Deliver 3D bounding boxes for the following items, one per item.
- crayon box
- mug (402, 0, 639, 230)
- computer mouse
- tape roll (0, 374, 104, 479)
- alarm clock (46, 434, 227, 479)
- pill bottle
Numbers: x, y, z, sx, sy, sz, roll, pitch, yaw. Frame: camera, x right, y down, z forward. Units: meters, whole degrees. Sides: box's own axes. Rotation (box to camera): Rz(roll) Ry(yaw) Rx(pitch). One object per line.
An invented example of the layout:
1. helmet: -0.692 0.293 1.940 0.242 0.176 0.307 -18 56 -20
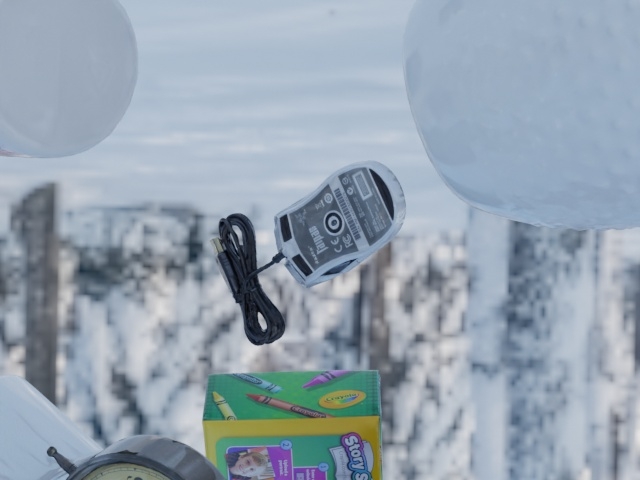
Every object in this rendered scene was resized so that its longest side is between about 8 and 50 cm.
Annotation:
1. crayon box: -0.020 0.262 1.776 0.165 0.278 0.081 -2 -153 2
2. mug: 0.219 -0.181 1.354 0.328 0.374 0.276 -16 -146 27
3. computer mouse: 0.000 0.000 1.428 0.193 0.106 0.042 -29 169 35
4. tape roll: -0.291 0.241 1.438 0.100 0.286 0.286 39 -171 12
5. alarm clock: -0.100 0.203 1.284 0.192 0.129 0.064 7 -164 24
6. pill bottle: -0.307 -0.159 1.659 0.169 0.169 0.301 1 -177 -37
